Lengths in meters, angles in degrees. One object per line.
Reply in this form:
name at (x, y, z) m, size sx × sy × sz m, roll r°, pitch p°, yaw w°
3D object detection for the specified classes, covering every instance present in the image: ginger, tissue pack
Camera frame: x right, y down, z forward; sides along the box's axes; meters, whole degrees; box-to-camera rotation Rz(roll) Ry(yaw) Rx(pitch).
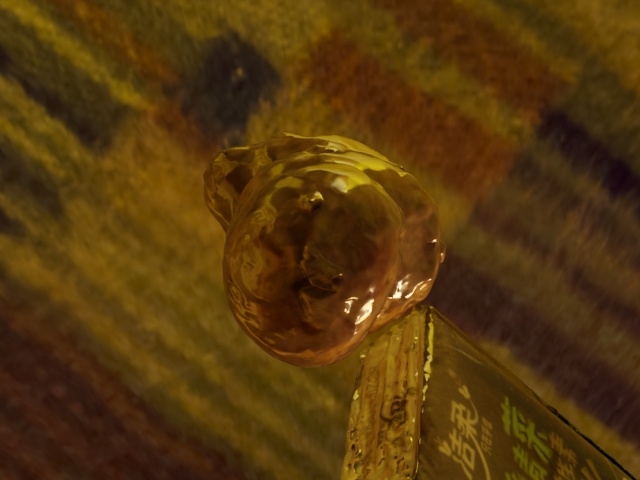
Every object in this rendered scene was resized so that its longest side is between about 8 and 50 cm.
ginger at (0.000, 0.000, 0.706) m, size 0.104 × 0.204 × 0.080 m, roll 17°, pitch 99°, yaw -5°
tissue pack at (0.117, 0.166, 0.994) m, size 0.235 × 0.073 × 0.173 m, roll 39°, pitch 32°, yaw -21°
